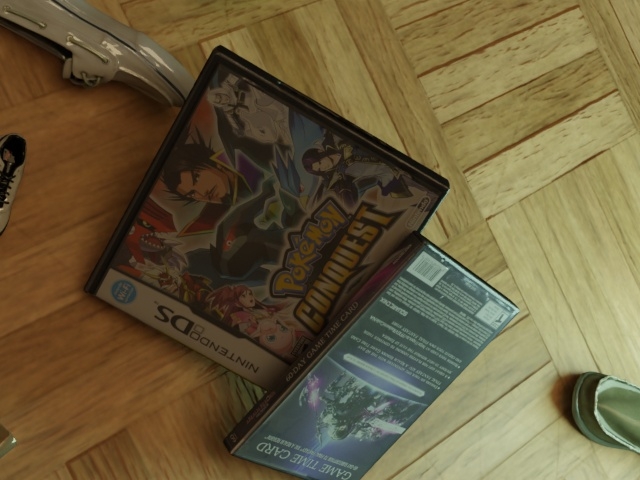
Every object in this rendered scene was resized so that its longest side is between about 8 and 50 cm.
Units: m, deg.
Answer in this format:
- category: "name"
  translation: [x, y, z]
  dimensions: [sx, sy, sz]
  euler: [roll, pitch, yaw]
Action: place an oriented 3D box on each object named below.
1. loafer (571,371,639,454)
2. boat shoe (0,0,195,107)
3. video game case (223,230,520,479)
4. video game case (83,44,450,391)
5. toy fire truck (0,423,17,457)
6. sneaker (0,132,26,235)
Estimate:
- category: "loafer"
  translation: [0.431, 0.236, 1.267]
  dimensions: [0.251, 0.087, 0.094]
  euler: [26, 67, -23]
- category: "boat shoe"
  translation: [-0.234, -0.189, 0.988]
  dimensions: [0.226, 0.083, 0.075]
  euler: [33, 76, -8]
- category: "video game case"
  translation: [0.057, 0.132, 0.975]
  dimensions: [0.274, 0.026, 0.196]
  euler: [-48, 137, 9]
- category: "video game case"
  translation: [-0.055, -0.003, 0.932]
  dimensions: [0.248, 0.035, 0.275]
  euler: [30, 109, -6]
- category: "toy fire truck"
  translation: [-0.350, 0.157, 0.733]
  dimensions: [0.158, 0.246, 0.217]
  euler: [38, 63, -17]
- category: "sneaker"
  translation: [-0.305, -0.054, 0.927]
  dimensions: [0.040, 0.044, 0.109]
  euler: [15, 73, -29]
